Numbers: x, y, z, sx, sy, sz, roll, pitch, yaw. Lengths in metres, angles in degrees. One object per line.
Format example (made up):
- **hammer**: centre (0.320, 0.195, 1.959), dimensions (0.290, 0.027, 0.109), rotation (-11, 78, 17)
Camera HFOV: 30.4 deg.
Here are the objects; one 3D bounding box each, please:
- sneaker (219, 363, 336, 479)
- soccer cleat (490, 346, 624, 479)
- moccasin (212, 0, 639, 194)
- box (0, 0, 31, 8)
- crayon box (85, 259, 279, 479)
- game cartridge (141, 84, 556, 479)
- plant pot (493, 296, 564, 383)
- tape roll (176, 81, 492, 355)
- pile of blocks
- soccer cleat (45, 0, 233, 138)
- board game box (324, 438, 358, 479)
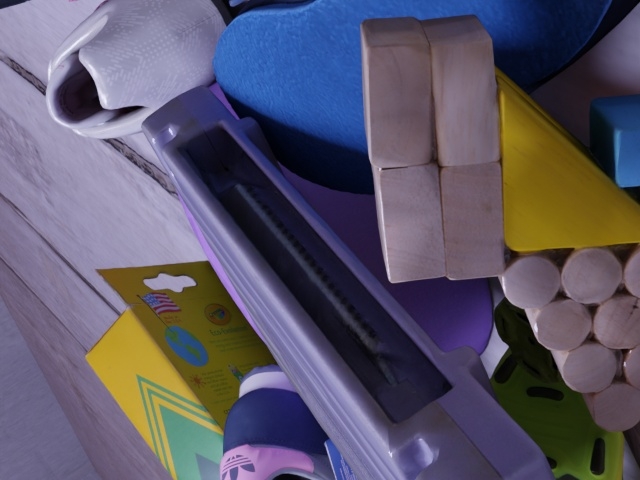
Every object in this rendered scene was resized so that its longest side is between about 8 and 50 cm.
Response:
- **sneaker**: centre (0.031, 0.249, 0.995), dimensions (0.319, 0.131, 0.112), rotation (43, 129, -20)
- **soccer cleat**: centre (0.148, 0.190, 0.722), dimensions (0.094, 0.121, 0.289), rotation (-3, 89, 27)
- **moccasin**: centre (0.060, -0.105, 0.546), dimensions (0.137, 0.117, 0.342), rotation (49, 157, -15)
- **box**: centre (-0.105, -0.202, 0.565), dimensions (0.220, 0.175, 0.051), rotation (-108, 3, -45)
- **crayon box**: centre (-0.091, 0.160, 1.167), dimensions (0.318, 0.081, 0.202), rotation (50, -158, 19)
- **game cartridge**: centre (0.029, 0.079, 0.608), dimensions (0.355, 0.068, 0.230), rotation (48, 172, 51)
- **plant pot**: centre (0.136, 0.033, 0.619), dimensions (0.083, 0.079, 0.083), rotation (46, 157, 27)
- **tape roll**: centre (0.000, 0.000, 0.863), dimensions (0.275, 0.090, 0.274), rotation (47, 158, 26)
- **pile of blocks**: centre (0.155, 0.025, 0.465), dimensions (0.362, 0.149, 0.112), rotation (44, -165, -17)
- **soccer cleat**: centre (-0.172, -0.138, 0.962), dimensions (0.116, 0.143, 0.331), rotation (59, 160, -8)
- **board game box**: centre (0.071, 0.232, 0.804), dimensions (0.136, 0.035, 0.201), rotation (51, -170, -32)
